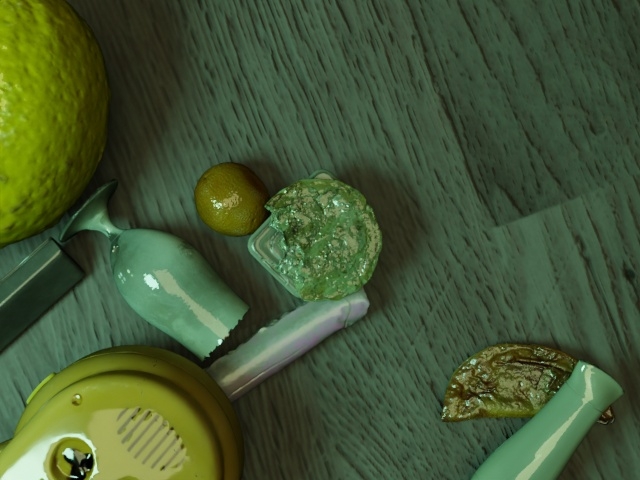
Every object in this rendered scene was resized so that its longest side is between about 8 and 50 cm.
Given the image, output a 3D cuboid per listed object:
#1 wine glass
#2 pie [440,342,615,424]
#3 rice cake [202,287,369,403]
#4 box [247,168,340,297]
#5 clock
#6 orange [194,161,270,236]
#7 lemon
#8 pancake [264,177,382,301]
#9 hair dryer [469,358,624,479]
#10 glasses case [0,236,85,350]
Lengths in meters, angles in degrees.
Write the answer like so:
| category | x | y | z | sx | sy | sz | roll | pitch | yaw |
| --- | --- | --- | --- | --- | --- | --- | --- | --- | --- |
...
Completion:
| category | x | y | z | sx | sy | sz | roll | pitch | yaw |
| --- | --- | --- | --- | --- | --- | --- | --- | --- | --- |
| wine glass | -0.170 | 0.035 | 1.122 | 0.202 | 0.093 | 0.093 | 41 | 85 | 1 |
| pie | 0.227 | 0.156 | 1.173 | 0.191 | 0.033 | 0.088 | 2 | 92 | -2 |
| rice cake | -0.063 | 0.125 | 1.146 | 0.269 | 0.049 | 0.055 | -33 | 85 | -4 |
| box | -0.010 | -0.007 | 1.150 | 0.089 | 0.062 | 0.122 | 44 | 86 | -2 |
| clock | -0.219 | 0.257 | 1.045 | 0.244 | 0.200 | 0.317 | 41 | 92 | -4 |
| orange | -0.093 | -0.043 | 1.140 | 0.084 | 0.085 | 0.085 | 0 | 87 | -4 |
| lemon | -0.334 | -0.120 | 1.041 | 0.253 | 0.253 | 0.311 | 12 | 87 | -3 |
| pancake | 0.006 | -0.002 | 1.108 | 0.116 | 0.022 | 0.130 | -9 | 89 | -7 |
| hair dryer | 0.299 | 0.266 | 1.154 | 0.237 | 0.075 | 0.206 | 38 | 99 | -15 |
| glasses case | -0.335 | 0.076 | 1.119 | 0.190 | 0.072 | 0.042 | -42 | 73 | -5 |
